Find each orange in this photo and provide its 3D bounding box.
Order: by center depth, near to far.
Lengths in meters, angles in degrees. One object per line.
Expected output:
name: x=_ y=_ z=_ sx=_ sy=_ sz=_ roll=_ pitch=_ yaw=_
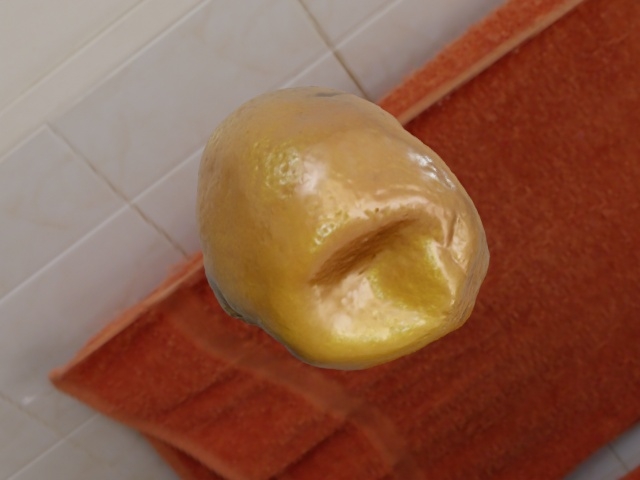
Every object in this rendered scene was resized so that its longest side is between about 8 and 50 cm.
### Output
orange: x=0.000 y=0.000 z=0.817 sx=0.249 sy=0.183 sz=0.249 roll=43 pitch=-11 yaw=11
